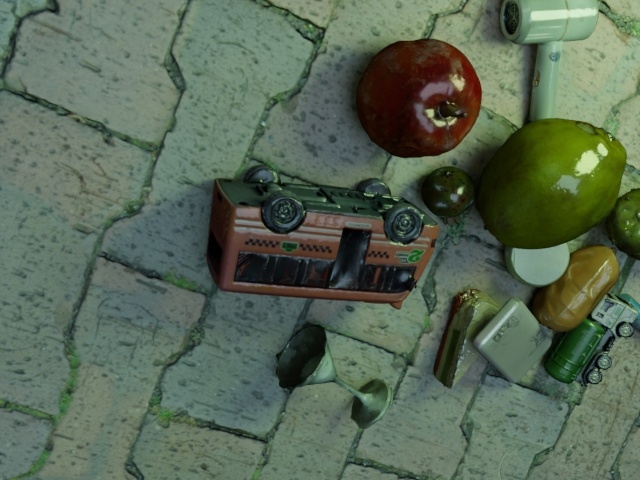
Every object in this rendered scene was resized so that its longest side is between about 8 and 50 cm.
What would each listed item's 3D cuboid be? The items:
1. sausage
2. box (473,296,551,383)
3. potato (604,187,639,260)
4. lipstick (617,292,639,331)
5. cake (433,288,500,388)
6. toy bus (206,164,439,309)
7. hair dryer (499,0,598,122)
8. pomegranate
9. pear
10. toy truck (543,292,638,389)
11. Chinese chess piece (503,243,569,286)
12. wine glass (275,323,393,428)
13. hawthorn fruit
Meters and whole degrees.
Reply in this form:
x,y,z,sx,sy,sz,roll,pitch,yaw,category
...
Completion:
x,y,z,sx,sy,sz,roll,pitch,yaw,category
0.585,0.105,1.915,0.120,0.136,0.241,42,86,-17,sausage
0.436,0.229,1.888,0.142,0.044,0.285,-49,142,-1,box
0.776,-0.034,1.931,0.298,0.141,0.176,9,101,-34,potato
0.778,0.190,2.049,0.158,0.048,0.048,39,91,-25,lipstick
0.311,0.209,1.874,0.220,0.086,0.117,-47,115,0,cake
0.000,0.000,1.646,0.427,0.203,0.233,6,109,-19,toy bus
0.464,-0.342,1.760,0.173,0.107,0.357,-7,115,-14,hair dryer
0.269,-0.087,1.764,0.114,0.114,0.142,-23,135,-11,pomegranate
0.468,-0.116,1.727,0.321,0.269,0.269,-36,117,23,pear
0.632,0.233,1.976,0.125,0.101,0.242,29,103,-1,toy truck
0.481,0.032,1.875,0.144,0.058,0.144,0,94,-2,Chinese chess piece
0.036,0.297,1.784,0.232,0.156,0.156,38,92,-29,wine glass
0.206,-0.262,1.594,0.242,0.272,0.242,-10,111,-26,hawthorn fruit
